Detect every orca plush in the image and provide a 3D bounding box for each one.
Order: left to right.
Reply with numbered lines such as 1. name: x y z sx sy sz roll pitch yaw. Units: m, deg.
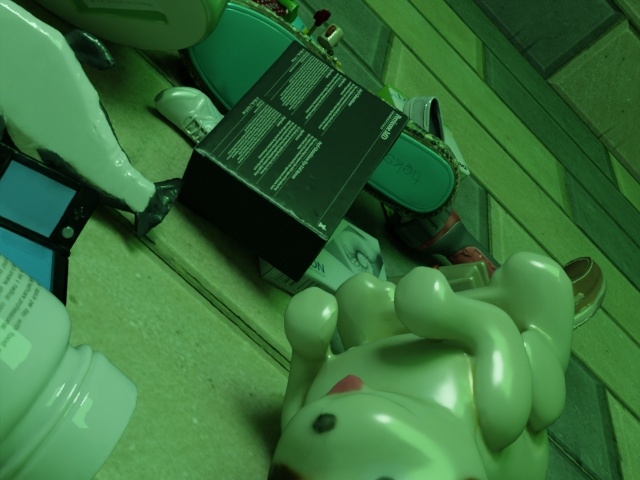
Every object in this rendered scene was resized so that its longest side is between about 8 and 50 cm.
1. orca plush: -0.262 -0.136 1.007 0.287 0.151 0.102 35 -1 -24

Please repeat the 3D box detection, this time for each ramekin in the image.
1. ramekin: -0.226 -0.350 1.117 0.303 0.303 0.148 31 67 -35

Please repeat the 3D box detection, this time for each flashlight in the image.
1. flashlight: 0.241 0.040 1.597 0.304 0.103 0.103 45 -4 -22

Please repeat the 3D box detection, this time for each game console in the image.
1. game console: -0.264 -0.013 0.877 0.122 0.107 0.071 30 5 -38

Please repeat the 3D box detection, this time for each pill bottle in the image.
1. pill bottle: -0.273 0.065 0.652 0.283 0.160 0.160 42 27 -18

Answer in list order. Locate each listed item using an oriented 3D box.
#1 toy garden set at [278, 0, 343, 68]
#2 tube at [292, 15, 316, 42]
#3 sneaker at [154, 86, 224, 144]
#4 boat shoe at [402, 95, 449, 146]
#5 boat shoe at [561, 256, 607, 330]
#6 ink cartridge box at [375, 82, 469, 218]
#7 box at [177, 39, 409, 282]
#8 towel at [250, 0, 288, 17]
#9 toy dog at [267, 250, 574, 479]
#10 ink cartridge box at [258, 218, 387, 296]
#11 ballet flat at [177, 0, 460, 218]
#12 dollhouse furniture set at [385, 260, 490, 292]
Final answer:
1. toy garden set: -0.037 -0.333 1.460 0.204 0.049 0.244 39 -18 7
2. tube: -0.065 -0.396 1.731 0.207 0.052 0.080 51 34 -15
3. sneaker: -0.148 -0.146 1.254 0.152 0.054 0.061 30 36 -38
4. boat shoe: 0.185 -0.148 1.608 0.066 0.063 0.184 -5 90 -44
5. boat shoe: 0.348 0.097 1.546 0.324 0.123 0.116 -36 99 -42
6. ink cartridge box: 0.174 -0.123 1.695 0.189 0.097 0.255 27 34 -40
7. box: -0.029 -0.104 1.201 0.184 0.103 0.261 33 48 2
8. towel: -0.200 -0.381 1.374 0.275 0.031 0.199 28 -10 -41
9. toy dog: 0.079 0.213 0.966 0.408 0.284 0.395 -24 113 -65
10. ink cartridge box: 0.000 0.000 1.309 0.223 0.045 0.224 30 33 -37
11. ballet flat: -0.008 -0.194 1.432 0.483 0.164 0.182 32 11 -18
12. dollhouse furniture set: 0.178 0.166 1.283 0.262 0.135 0.259 -36 112 -64
